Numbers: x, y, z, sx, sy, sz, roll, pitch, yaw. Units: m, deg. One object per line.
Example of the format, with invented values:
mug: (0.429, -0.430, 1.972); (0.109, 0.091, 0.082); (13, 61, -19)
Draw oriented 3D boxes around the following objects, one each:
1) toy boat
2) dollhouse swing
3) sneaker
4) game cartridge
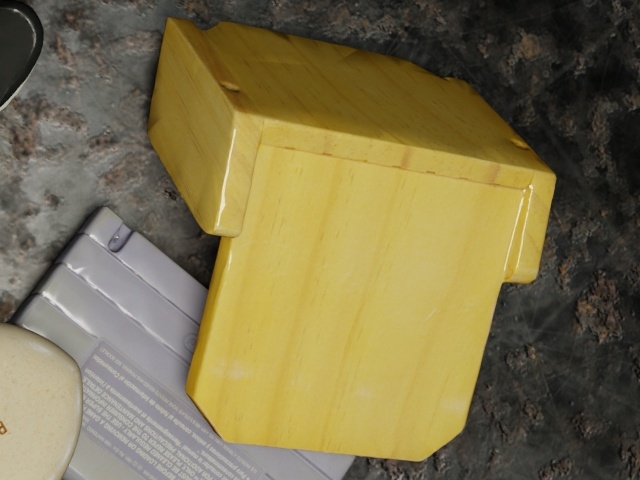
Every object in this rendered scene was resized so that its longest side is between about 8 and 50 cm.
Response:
toy boat: (-0.352, 0.116, 1.683); (0.267, 0.148, 0.318); (-28, 99, -36)
dollhouse swing: (0.000, 0.000, 1.908); (0.346, 0.315, 0.305); (8, 116, -27)
sneaker: (-0.361, -0.137, 1.767); (0.283, 0.124, 0.107); (-35, 98, -24)
game cartridge: (-0.144, 0.165, 1.860); (0.355, 0.068, 0.230); (41, 73, -14)
